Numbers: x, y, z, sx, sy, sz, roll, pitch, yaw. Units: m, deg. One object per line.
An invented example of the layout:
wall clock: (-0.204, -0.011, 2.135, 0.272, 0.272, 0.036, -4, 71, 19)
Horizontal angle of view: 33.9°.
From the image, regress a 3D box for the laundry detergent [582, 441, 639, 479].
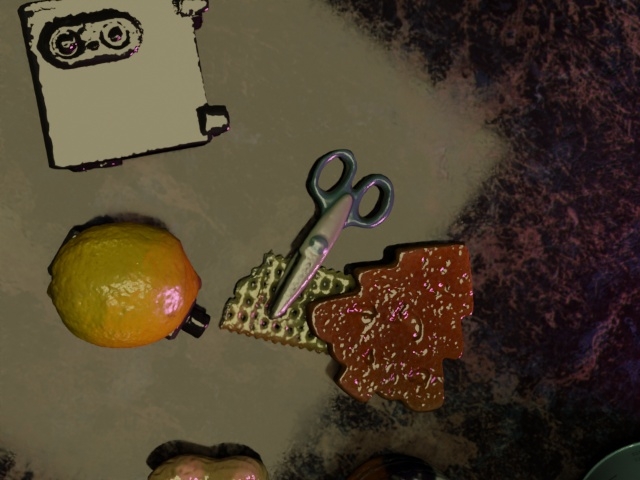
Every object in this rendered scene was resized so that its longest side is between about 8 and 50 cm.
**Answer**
laundry detergent: (0.542, 0.495, 1.592, 0.287, 0.305, 0.287, 1, 105, 5)

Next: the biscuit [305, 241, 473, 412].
biscuit: (0.137, 0.125, 1.658, 0.278, 0.043, 0.301, 44, 84, -15)

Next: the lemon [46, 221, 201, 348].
lemon: (-0.270, 0.058, 1.436, 0.193, 0.180, 0.180, 17, 91, 8)

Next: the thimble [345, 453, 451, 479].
thimble: (0.137, 0.454, 1.630, 0.237, 0.150, 0.237, -1, 93, -11)

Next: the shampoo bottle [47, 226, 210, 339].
shampoo bottle: (-0.279, 0.071, 1.562, 0.246, 0.080, 0.079, 30, 90, -11)

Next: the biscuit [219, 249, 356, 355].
biscuit: (-0.042, 0.096, 1.640, 0.203, 0.016, 0.144, 16, 91, -12)

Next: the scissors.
scissors: (0.000, 0.000, 1.619, 0.138, 0.041, 0.289, 35, 81, -13)

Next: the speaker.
speaker: (-0.272, -0.227, 1.492, 0.254, 0.184, 0.232, -10, 95, -8)

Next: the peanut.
peanut: (-0.169, 0.364, 1.600, 0.187, 0.082, 0.082, 7, 93, -11)
